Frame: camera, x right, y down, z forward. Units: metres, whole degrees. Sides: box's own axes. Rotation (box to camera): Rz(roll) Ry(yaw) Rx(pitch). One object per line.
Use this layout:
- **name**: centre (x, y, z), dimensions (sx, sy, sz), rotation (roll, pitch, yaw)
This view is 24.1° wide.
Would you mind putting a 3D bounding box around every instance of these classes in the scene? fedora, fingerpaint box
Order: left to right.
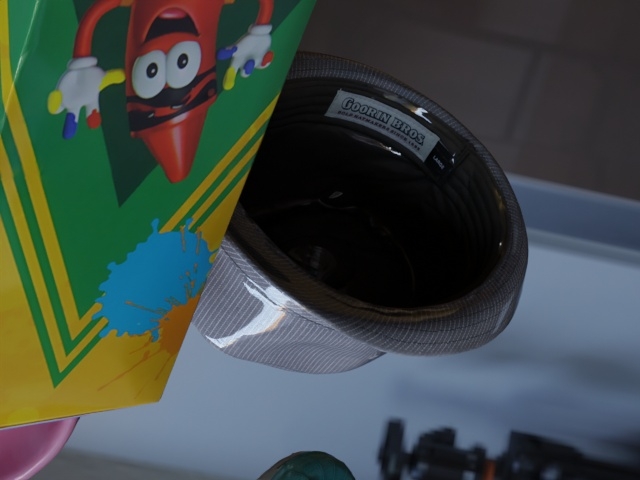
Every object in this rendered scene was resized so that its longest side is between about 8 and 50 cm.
- **fingerpaint box**: centre (-0.206, -0.181, 0.779), dimensions (0.445, 0.163, 0.371), rotation (45, 124, 35)
- **fedora**: centre (0.000, 0.000, 0.944), dimensions (0.275, 0.244, 0.124), rotation (-31, -18, -51)

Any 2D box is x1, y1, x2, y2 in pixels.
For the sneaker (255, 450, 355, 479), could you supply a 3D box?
- **sneaker**: centre (-0.024, 0.282, 1.127), dimensions (0.121, 0.108, 0.302), rotation (-9, 37, 39)

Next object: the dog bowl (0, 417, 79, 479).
- **dog bowl**: centre (-0.454, 0.142, 1.770), dimensions (0.150, 0.408, 0.408), rotation (-112, 33, -56)
